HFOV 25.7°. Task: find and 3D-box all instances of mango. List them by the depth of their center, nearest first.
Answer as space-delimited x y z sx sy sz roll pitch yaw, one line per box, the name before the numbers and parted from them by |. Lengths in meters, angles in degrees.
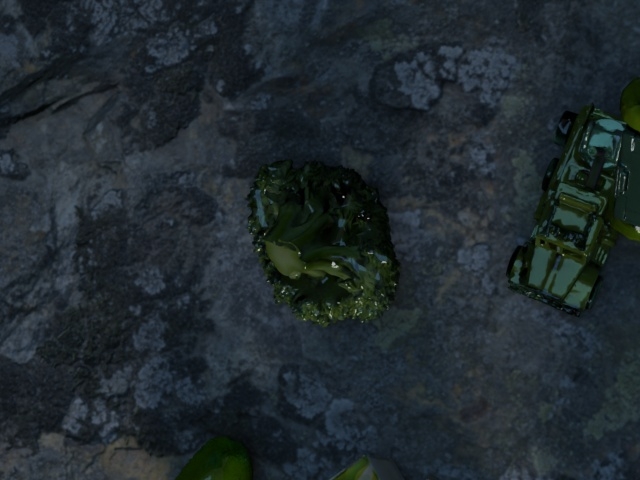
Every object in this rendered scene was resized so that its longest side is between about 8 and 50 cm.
mango | -0.148 0.341 1.826 0.100 0.119 0.178 32 94 39

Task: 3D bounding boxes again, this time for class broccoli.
broccoli | 0.001 -0.002 1.808 0.198 0.176 0.226 -37 107 29

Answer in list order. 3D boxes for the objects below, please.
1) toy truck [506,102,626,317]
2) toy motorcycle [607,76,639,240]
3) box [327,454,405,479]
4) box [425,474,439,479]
toy truck | 0.321 -0.043 1.761 0.128 0.135 0.259 22 91 15
toy motorcycle | 0.482 -0.137 1.667 0.200 0.191 0.326 22 49 27
box | 0.022 0.419 1.761 0.260 0.111 0.194 -37 68 11
box | 0.135 0.414 1.798 0.109 0.029 0.198 31 92 15
